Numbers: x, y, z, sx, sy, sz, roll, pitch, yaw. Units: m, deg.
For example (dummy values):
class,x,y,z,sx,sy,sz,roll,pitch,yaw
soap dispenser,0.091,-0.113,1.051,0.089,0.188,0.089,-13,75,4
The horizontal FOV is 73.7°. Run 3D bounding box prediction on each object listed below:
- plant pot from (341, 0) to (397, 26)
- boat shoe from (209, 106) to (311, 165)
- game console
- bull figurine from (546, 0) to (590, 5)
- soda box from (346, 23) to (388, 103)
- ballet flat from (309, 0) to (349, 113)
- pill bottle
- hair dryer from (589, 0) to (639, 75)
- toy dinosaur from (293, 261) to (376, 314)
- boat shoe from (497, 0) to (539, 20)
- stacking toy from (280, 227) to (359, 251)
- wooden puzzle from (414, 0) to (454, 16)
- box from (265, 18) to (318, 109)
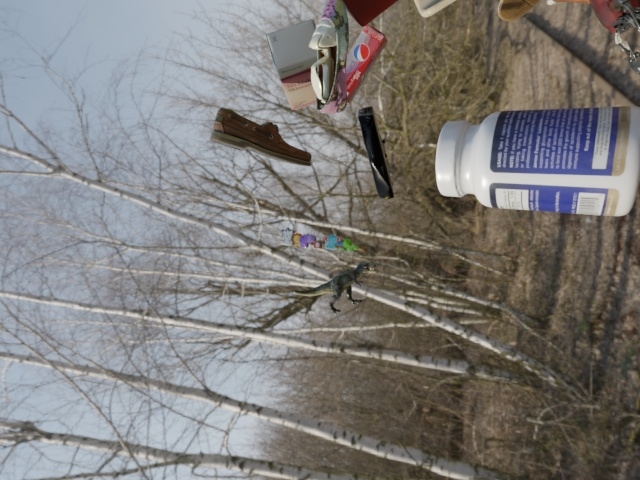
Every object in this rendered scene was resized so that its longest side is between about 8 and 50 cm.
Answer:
class,x,y,z,sx,sy,sz,roll,pitch,yaw
plant pot,0.124,-0.851,1.246,0.236,0.267,0.267,-11,-100,-55
boat shoe,-0.156,-0.296,1.237,0.111,0.307,0.104,21,97,65
game console,0.150,-0.263,1.152,0.361,0.044,0.213,-78,-28,-63
bull figurine,0.698,-0.690,1.143,0.188,0.310,0.101,-37,-42,-57
soda box,0.136,-0.638,1.560,0.263,0.083,0.092,-56,-8,18
ballet flat,0.014,-0.367,0.866,0.079,0.077,0.221,-23,-56,-34
pill bottle,0.324,-0.122,0.655,0.153,0.265,0.153,-21,-65,-57
hair dryer,0.613,-0.488,0.862,0.223,0.080,0.293,17,-129,-52
toy dinosaur,0.062,0.159,1.342,0.064,0.268,0.118,6,-119,-87
boat shoe,0.676,-0.881,1.351,0.123,0.123,0.342,-90,17,-47
stacking toy,0.000,0.000,1.300,0.167,0.221,0.052,16,-102,-77
wooden puzzle,0.264,-0.642,0.761,0.080,0.322,0.348,-12,-100,-64
box,-0.058,-0.530,1.312,0.232,0.149,0.127,55,-161,-76
